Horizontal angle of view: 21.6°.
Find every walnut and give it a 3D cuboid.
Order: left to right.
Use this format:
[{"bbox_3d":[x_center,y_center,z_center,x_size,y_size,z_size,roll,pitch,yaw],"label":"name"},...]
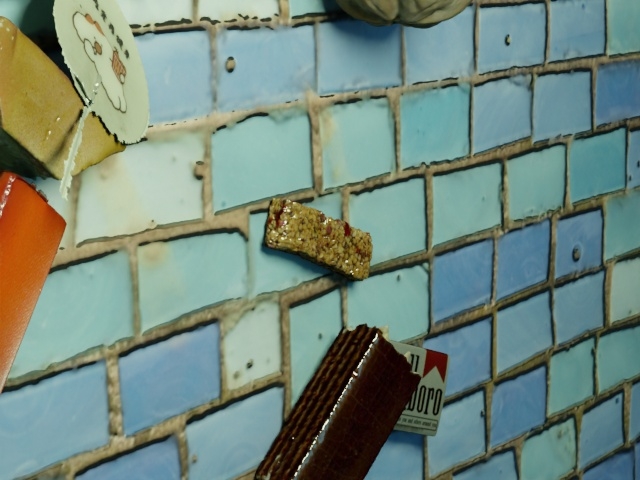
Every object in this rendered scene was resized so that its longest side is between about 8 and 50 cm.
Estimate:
[{"bbox_3d":[0.104,-0.361,1.989,0.224,0.224,0.224,-12,105,-52],"label":"walnut"}]

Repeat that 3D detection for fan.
[{"bbox_3d":[-0.217,-0.143,1.613,0.329,0.009,0.191,-83,151,-52],"label":"fan"}]

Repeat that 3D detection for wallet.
[{"bbox_3d":[-0.311,0.048,1.595,0.142,0.045,0.204,60,47,-66],"label":"wallet"}]

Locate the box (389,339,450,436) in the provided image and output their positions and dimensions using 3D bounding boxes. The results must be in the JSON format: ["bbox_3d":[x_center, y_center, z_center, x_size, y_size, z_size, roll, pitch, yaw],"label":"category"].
[{"bbox_3d":[0.104,0.192,2.205,0.177,0.036,0.115,18,81,-53],"label":"box"}]

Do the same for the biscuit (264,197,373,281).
[{"bbox_3d":[0.000,0.000,2.035,0.199,0.034,0.064,23,76,-53],"label":"biscuit"}]

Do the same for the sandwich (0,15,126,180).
[{"bbox_3d":[-0.285,-0.120,1.583,0.258,0.094,0.096,48,56,-47],"label":"sandwich"}]

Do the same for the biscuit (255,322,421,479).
[{"bbox_3d":[0.026,0.222,2.047,0.106,0.070,0.252,46,64,-34],"label":"biscuit"}]
